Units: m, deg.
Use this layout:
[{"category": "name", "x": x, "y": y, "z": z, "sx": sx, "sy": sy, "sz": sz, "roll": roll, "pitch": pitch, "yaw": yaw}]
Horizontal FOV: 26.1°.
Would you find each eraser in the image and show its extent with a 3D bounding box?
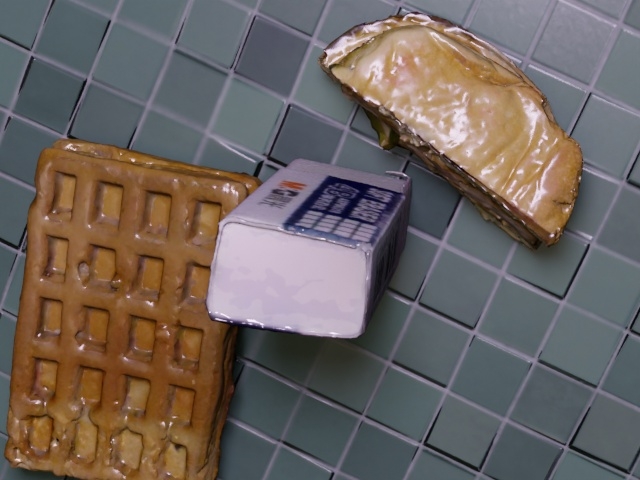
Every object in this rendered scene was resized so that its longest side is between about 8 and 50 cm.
[{"category": "eraser", "x": 0.000, "y": 0.000, "z": 1.171, "sx": 0.130, "sy": 0.287, "sz": 0.086, "roll": 10, "pitch": 104, "yaw": 9}]

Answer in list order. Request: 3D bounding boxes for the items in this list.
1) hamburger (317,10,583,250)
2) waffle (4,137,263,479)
[{"category": "hamburger", "x": 0.123, "y": -0.111, "z": 1.223, "sx": 0.262, "sy": 0.124, "sz": 0.131, "roll": 38, "pitch": 86, "yaw": -1}, {"category": "waffle", "x": -0.180, "y": 0.079, "z": 1.320, "sx": 0.224, "sy": 0.098, "sz": 0.327, "roll": 12, "pitch": 101, "yaw": 11}]
